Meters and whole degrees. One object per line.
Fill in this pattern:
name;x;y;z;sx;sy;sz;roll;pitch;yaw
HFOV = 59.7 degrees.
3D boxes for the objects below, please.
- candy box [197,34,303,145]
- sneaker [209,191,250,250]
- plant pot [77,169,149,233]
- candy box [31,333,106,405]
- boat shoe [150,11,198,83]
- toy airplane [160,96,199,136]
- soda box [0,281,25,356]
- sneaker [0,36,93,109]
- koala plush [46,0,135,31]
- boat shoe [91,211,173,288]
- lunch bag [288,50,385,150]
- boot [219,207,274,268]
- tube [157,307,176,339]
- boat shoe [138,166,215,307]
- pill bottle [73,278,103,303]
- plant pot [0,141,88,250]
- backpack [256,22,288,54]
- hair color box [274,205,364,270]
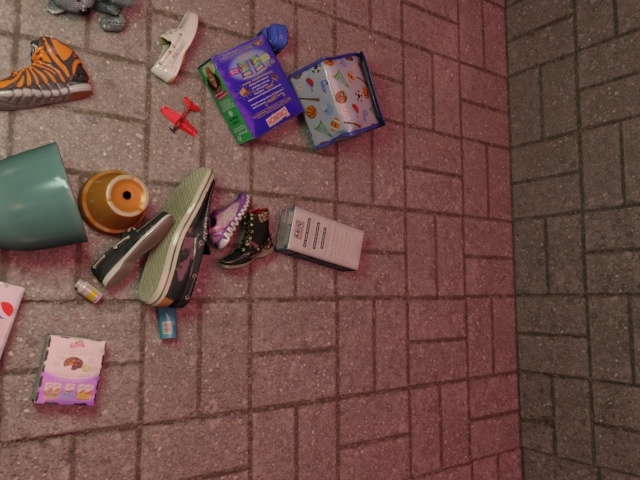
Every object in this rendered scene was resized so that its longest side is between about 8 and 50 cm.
candy box;-0.252;-0.556;2.067;0.268;0.122;0.317;-37;106;-33
sneaker;-0.336;-0.085;1.990;0.104;0.095;0.236;31;64;-10
plant pot;-0.620;-0.125;1.723;0.205;0.188;0.205;4;84;-36
candy box;-0.745;0.384;1.660;0.165;0.070;0.196;15;78;-33
boat shoe;-0.503;-0.681;1.914;0.096;0.098;0.277;26;72;-32
toy airplane;-0.478;-0.436;1.952;0.151;0.028;0.151;3;85;-37
soda box;-0.901;0.226;1.560;0.069;0.074;0.216;21;74;-32
sneaker;-0.855;-0.495;1.646;0.321;0.125;0.180;-24;96;-45
koala plush;-0.727;-0.764;1.718;0.221;0.196;0.203;-25;89;-34
boat shoe;-0.588;0.011;1.736;0.091;0.114;0.302;41;81;11
lunch bag;0.108;-0.580;2.268;0.385;0.239;0.327;-28;102;-50
boot;-0.267;-0.010;1.996;0.236;0.085;0.178;-24;123;-41
tube;-0.511;0.224;1.859;0.080;0.052;0.207;4;76;-41
boat shoe;-0.444;-0.008;1.847;0.156;0.187;0.500;30;66;-41
pill bottle;-0.716;0.154;1.718;0.083;0.043;0.043;45;62;-23
plant pot;-0.806;-0.103;1.541;0.235;0.293;0.293;-18;97;-22
backpack;-0.183;-0.771;2.137;0.101;0.120;0.098;-7;91;-36
hair color box;0.000;0.000;2.206;0.347;0.105;0.173;19;75;-33
